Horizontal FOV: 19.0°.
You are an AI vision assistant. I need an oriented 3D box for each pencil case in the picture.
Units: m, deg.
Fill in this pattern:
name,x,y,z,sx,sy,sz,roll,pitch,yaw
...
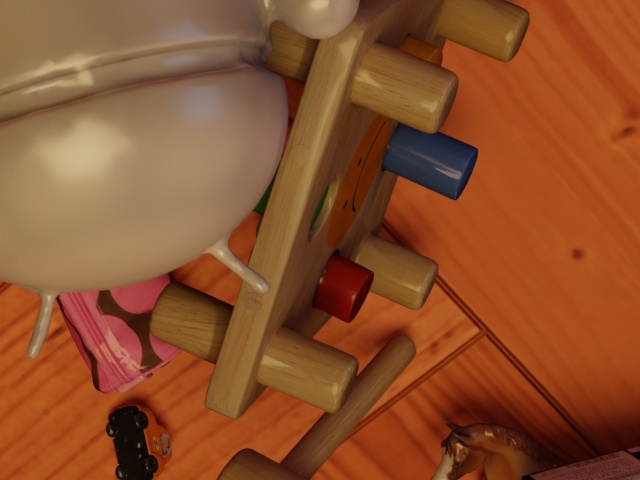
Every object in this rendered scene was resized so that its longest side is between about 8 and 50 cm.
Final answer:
name,x,y,z,sx,sy,sz,roll,pitch,yaw
pencil case,-0.158,0.003,1.251,0.095,0.098,0.209,-26,115,9

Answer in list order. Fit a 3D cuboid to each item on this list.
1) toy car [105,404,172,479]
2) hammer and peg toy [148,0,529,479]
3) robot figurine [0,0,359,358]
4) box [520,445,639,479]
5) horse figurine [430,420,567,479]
name,x,y,z,sx,sy,sz,roll,pitch,yaw
toy car,-0.148,0.165,1.373,0.040,0.060,0.122,-2,148,-50
hammer and peg toy,0.000,0.000,1.185,0.127,0.266,0.361,23,115,11
robot figurine,-0.135,-0.126,0.974,0.300,0.200,0.353,-17,87,12
box,0.297,0.274,1.354,0.293,0.073,0.295,-11,107,-15
horse figurine,0.188,0.215,1.389,0.263,0.066,0.174,14,119,-8
